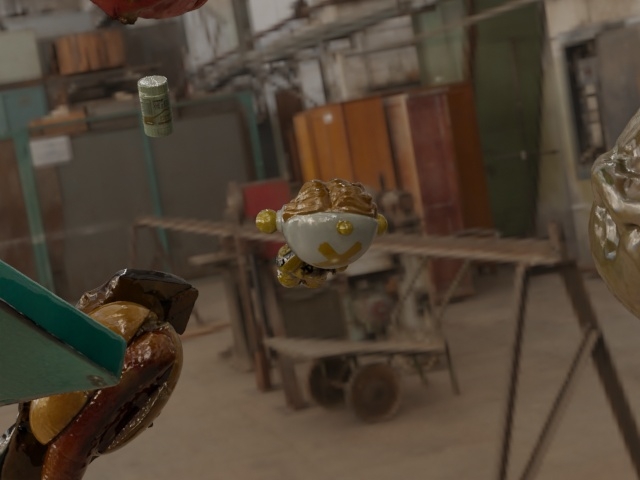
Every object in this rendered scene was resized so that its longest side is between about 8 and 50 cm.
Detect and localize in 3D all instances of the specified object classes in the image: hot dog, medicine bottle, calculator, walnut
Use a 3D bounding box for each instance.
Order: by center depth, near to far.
[{"bbox_3d":[-0.322,0.065,0.986,0.274,0.058,0.248,-14,-36,32],"label":"calculator"},{"bbox_3d":[0.365,-0.027,1.146,0.248,0.248,0.248,-10,5,1],"label":"walnut"},{"bbox_3d":[-0.260,0.198,1.494,0.194,0.326,0.107,15,18,-31],"label":"hot dog"},{"bbox_3d":[-0.247,-0.202,1.832,0.047,0.083,0.047,-3,30,2],"label":"medicine bottle"}]

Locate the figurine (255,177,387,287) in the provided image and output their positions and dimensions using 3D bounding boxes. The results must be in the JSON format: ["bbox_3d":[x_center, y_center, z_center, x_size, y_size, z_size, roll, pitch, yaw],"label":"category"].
[{"bbox_3d":[-0.005,0.000,0.978,0.101,0.068,0.143,14,-32,-37],"label":"figurine"}]

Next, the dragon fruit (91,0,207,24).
[{"bbox_3d":[-0.193,-0.448,1.390,0.386,0.371,0.249,26,-43,-37],"label":"dragon fruit"}]
